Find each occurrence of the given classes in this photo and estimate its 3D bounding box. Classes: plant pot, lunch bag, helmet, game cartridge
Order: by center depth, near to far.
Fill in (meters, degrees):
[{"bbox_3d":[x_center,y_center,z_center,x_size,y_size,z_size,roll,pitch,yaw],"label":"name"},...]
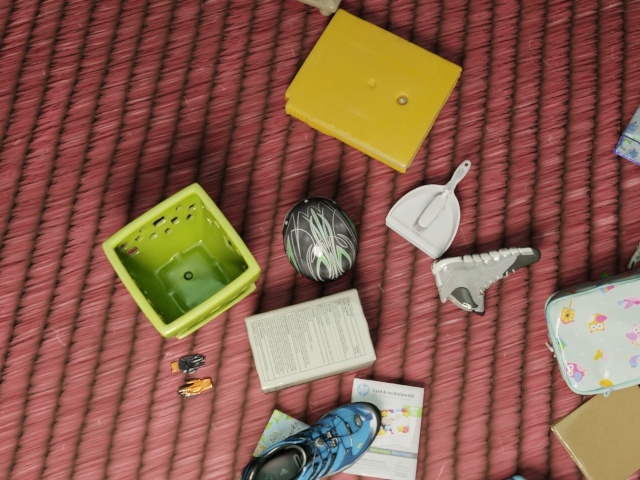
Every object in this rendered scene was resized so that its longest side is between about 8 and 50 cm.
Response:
[{"bbox_3d":[-0.265,0.057,1.554,0.227,0.207,0.228,-35,78,-10],"label":"plant pot"},{"bbox_3d":[0.594,0.186,1.559,0.279,0.108,0.224,-17,91,10],"label":"lunch bag"},{"bbox_3d":[0.000,0.000,1.600,0.170,0.161,0.169,0,74,-2],"label":"helmet"},{"bbox_3d":[0.750,-0.224,1.720,0.151,0.096,0.128,29,75,17],"label":"lunch bag"},{"bbox_3d":[0.115,-0.342,1.765,0.324,0.052,0.285,28,75,9],"label":"game cartridge"}]

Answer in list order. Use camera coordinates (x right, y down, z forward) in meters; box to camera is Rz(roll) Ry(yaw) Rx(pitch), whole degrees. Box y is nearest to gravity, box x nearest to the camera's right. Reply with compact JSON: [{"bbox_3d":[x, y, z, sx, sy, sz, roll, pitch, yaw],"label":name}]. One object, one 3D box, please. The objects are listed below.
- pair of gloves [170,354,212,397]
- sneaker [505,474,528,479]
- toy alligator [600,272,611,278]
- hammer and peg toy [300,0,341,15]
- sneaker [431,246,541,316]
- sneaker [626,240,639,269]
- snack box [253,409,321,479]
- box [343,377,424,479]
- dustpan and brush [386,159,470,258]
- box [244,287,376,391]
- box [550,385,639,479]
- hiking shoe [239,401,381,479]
[{"bbox_3d":[-0.264,0.277,1.592,0.074,0.010,0.083,-17,72,-5],"label":"pair of gloves"},{"bbox_3d":[0.411,0.593,1.463,0.208,0.127,0.319,-27,83,-14],"label":"sneaker"},{"bbox_3d":[0.654,0.145,1.637,0.190,0.056,0.051,41,119,8],"label":"toy alligator"},{"bbox_3d":[-0.081,-0.702,1.818,0.361,0.127,0.265,23,75,5],"label":"hammer and peg toy"},{"bbox_3d":[0.354,0.090,1.633,0.229,0.086,0.132,-9,79,6],"label":"sneaker"},{"bbox_3d":[0.691,0.033,1.677,0.037,0.032,0.083,36,77,9],"label":"sneaker"},{"bbox_3d":[-0.049,0.412,1.545,0.141,0.037,0.100,25,74,5],"label":"snack box"},{"bbox_3d":[0.126,0.379,1.559,0.145,0.038,0.186,9,73,1],"label":"box"},{"bbox_3d":[0.258,-0.085,1.684,0.147,0.060,0.211,36,76,8],"label":"dustpan and brush"},{"bbox_3d":[-0.022,0.204,1.559,0.232,0.127,0.148,-14,74,-6],"label":"box"},{"bbox_3d":[0.594,0.389,1.577,0.201,0.021,0.164,-32,77,-10],"label":"box"},{"bbox_3d":[-0.009,0.400,1.459,0.304,0.132,0.113,-30,77,-13],"label":"hiking shoe"}]
